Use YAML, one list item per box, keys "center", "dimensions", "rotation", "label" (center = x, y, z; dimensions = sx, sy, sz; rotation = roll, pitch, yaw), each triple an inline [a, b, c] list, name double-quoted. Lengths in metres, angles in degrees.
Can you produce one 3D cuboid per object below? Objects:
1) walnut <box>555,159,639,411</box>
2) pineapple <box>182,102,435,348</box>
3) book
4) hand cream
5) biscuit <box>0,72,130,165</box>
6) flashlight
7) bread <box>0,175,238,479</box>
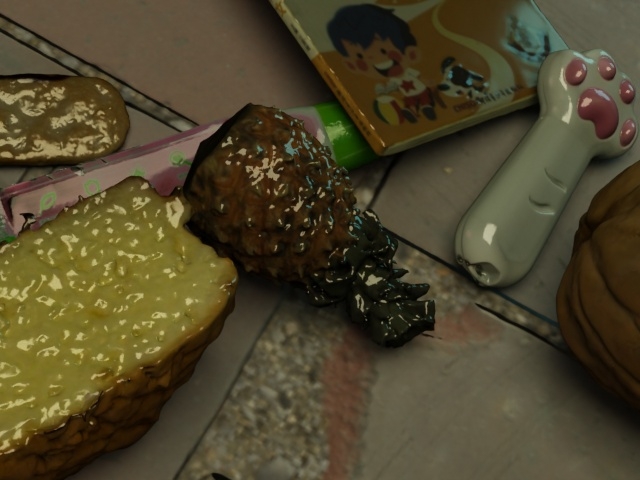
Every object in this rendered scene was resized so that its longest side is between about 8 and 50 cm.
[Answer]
- center: [0.264, 0.040, 1.010]
  dimensions: [0.213, 0.213, 0.213]
  rotation: [3, 65, -6]
  label: "walnut"
- center: [0.000, 0.000, 1.019]
  dimensions: [0.198, 0.108, 0.108]
  rotation: [41, 65, -10]
  label: "pineapple"
- center: [0.042, -0.204, 1.149]
  dimensions: [0.208, 0.020, 0.295]
  rotation: [-22, 69, -34]
  label: "book"
- center: [-0.091, -0.036, 1.077]
  dimensions: [0.275, 0.050, 0.079]
  rotation: [-19, 44, -10]
  label: "hand cream"
- center: [-0.208, -0.085, 1.092]
  dimensions: [0.147, 0.018, 0.071]
  rotation: [-1, 68, -10]
  label: "biscuit"
- center: [0.161, -0.051, 1.099]
  dimensions: [0.093, 0.047, 0.200]
  rotation: [45, 66, -23]
  label: "flashlight"
- center: [-0.165, 0.068, 0.962]
  dimensions: [0.229, 0.139, 0.143]
  rotation: [-30, 73, -24]
  label: "bread"
